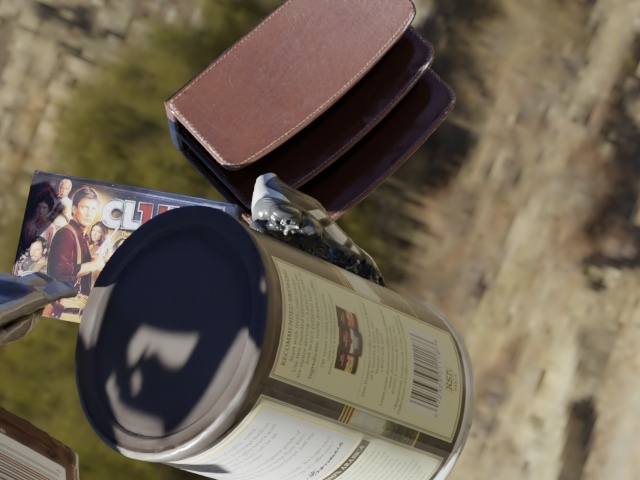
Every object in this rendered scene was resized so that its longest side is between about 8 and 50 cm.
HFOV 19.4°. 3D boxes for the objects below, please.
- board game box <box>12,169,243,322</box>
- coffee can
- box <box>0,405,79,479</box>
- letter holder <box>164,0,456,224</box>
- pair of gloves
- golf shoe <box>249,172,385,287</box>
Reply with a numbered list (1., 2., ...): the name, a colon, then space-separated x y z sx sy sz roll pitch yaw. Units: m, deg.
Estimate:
1. board game box: -0.223 0.021 2.128 0.042 0.243 0.165 38 -118 -78
2. coffee can: -0.033 0.108 1.530 0.201 0.275 0.201 -16 63 35
3. box: -0.390 0.341 1.742 0.381 0.143 0.191 -38 38 22
4. letter holder: 0.000 -0.161 2.235 0.302 0.214 0.152 -41 -12 -11
5. pair of gloves: -0.336 0.033 1.464 0.204 0.240 0.042 -13 -64 -55
6. golf shoe: 0.000 0.000 1.903 0.077 0.198 0.094 -29 44 17
